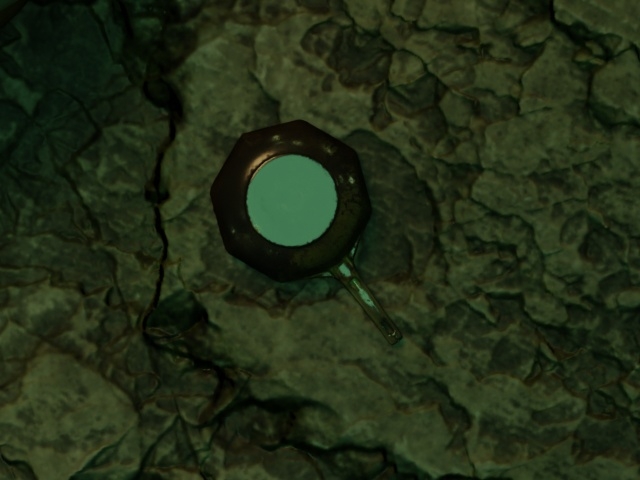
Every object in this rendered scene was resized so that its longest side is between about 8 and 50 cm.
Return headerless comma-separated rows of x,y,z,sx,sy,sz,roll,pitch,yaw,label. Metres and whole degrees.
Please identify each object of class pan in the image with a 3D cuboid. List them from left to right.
0.009,-0.014,1.133,0.202,0.048,0.128,29,90,-4,pan

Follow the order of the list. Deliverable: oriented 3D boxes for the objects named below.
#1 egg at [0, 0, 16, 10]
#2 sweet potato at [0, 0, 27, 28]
-0.274,-0.274,0.989,0.230,0.230,0.371,37,60,-4,egg
-0.325,-0.104,1.103,0.108,0.079,0.346,23,90,-34,sweet potato
